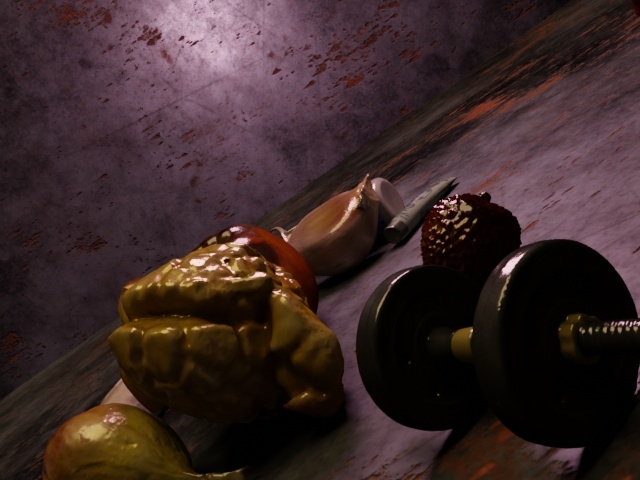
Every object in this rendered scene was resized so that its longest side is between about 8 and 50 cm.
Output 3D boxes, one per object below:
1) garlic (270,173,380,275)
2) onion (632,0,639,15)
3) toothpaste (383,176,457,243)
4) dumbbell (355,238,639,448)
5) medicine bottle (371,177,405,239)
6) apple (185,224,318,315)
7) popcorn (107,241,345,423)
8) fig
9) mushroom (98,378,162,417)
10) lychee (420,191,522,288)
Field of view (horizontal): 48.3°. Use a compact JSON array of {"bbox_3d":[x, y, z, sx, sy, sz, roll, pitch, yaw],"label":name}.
[{"bbox_3d":[-0.004,0.003,1.329,0.266,0.128,0.148,-19,25,27],"label":"garlic"},{"bbox_3d":[0.540,-0.331,0.893,0.314,0.232,0.314,10,4,-1],"label":"onion"},{"bbox_3d":[0.187,-0.064,1.337,0.062,0.039,0.239,-19,16,42],"label":"toothpaste"},{"bbox_3d":[0.131,0.080,0.555,0.143,0.143,0.325,-40,12,-29],"label":"dumbbell"},{"bbox_3d":[0.064,-0.036,1.400,0.191,0.107,0.107,-29,12,28],"label":"medicine bottle"},{"bbox_3d":[-0.122,0.091,1.118,0.230,0.230,0.230,-33,10,7],"label":"apple"},{"bbox_3d":[-0.108,0.114,0.858,0.332,0.265,0.225,12,84,45],"label":"popcorn"},{"bbox_3d":[-0.192,0.265,0.824,0.257,0.159,0.159,-7,22,26],"label":"fig"},{"bbox_3d":[-0.313,0.279,1.171,0.123,0.095,0.351,-59,5,23],"label":"mushroom"},{"bbox_3d":[0.175,0.001,0.860,0.129,0.123,0.123,-45,12,-9],"label":"lychee"}]
